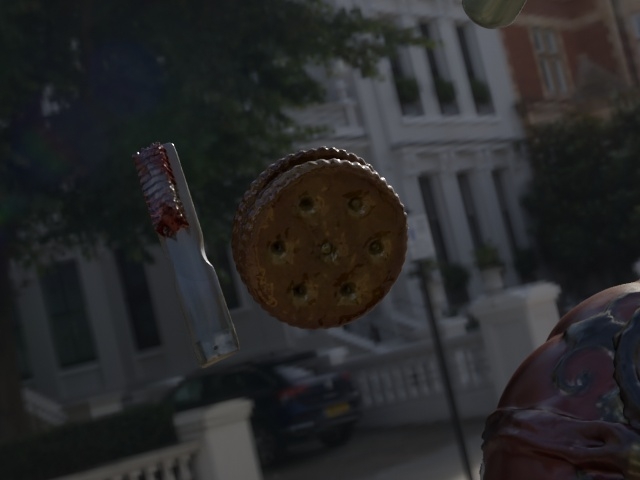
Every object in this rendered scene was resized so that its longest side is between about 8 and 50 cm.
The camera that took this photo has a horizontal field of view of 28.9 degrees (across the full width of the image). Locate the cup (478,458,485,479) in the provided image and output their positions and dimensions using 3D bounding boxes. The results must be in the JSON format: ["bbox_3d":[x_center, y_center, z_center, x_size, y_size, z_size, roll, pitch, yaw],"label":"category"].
[{"bbox_3d":[0.293,0.364,1.493,0.203,0.203,0.288,-13,-47,-3],"label":"cup"}]

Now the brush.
[{"bbox_3d":[-0.180,0.009,1.605,0.060,0.321,0.050,-26,-25,11],"label":"brush"}]

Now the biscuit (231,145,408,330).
[{"bbox_3d":[0.000,0.000,1.490,0.221,0.220,0.066,-12,21,-17],"label":"biscuit"}]

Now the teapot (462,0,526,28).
[{"bbox_3d":[0.238,-0.322,1.114,0.149,0.318,0.220,-31,44,-27],"label":"teapot"}]

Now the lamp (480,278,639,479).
[{"bbox_3d":[0.241,0.143,0.698,0.303,0.303,0.257,-14,-48,11],"label":"lamp"}]
